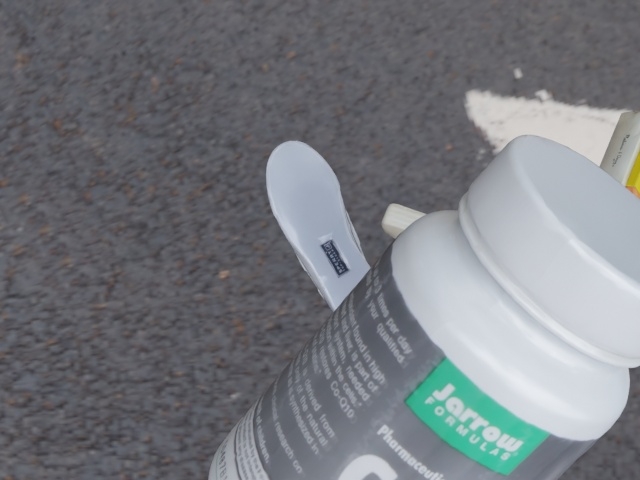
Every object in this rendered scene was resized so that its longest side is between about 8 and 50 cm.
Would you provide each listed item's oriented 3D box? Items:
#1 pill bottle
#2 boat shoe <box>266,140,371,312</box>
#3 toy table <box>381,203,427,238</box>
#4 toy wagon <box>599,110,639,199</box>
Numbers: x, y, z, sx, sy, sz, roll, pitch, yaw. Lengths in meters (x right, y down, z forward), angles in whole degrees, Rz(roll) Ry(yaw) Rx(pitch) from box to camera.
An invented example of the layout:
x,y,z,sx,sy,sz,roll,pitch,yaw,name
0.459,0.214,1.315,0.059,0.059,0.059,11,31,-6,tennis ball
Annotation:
x,y,z,sx,sy,sz,roll,pitch,yaw,name
0.092,0.109,1.030,0.204,0.361,0.204,30,27,-17,pill bottle
0.000,0.000,1.778,0.095,0.084,0.258,-21,87,-9,boat shoe
0.193,0.041,1.554,0.252,0.161,0.274,8,70,10,toy table
0.433,-0.007,1.734,0.344,0.068,0.267,50,56,-38,toy wagon
